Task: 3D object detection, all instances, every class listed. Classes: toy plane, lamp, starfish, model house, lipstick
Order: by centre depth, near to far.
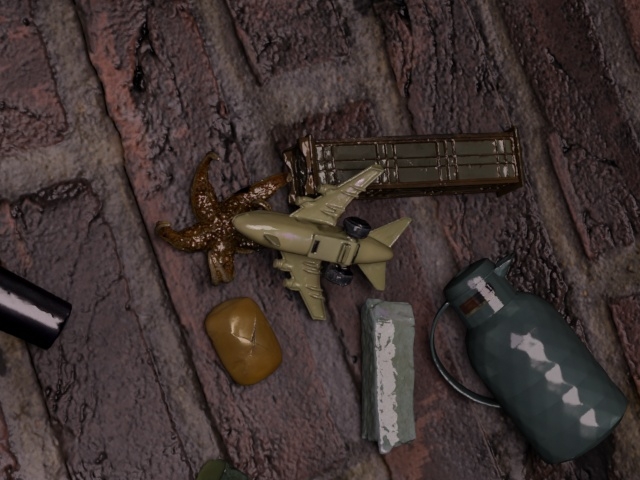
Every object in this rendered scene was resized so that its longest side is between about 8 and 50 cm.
[{"bbox_3d":[-0.502,0.016,1.624,0.418,0.077,0.077,27,73,-10],"label":"lipstick"},{"bbox_3d":[-0.120,0.333,1.706,0.083,0.066,0.079,41,59,-26],"label":"model house"},{"bbox_3d":[0.000,0.000,1.738,0.244,0.092,0.229,9,111,-33],"label":"toy plane"},{"bbox_3d":[-0.123,-0.039,1.756,0.190,0.074,0.146,-44,96,-20],"label":"starfish"},{"bbox_3d":[0.117,-0.101,1.839,0.325,0.090,0.089,-4,82,-18],"label":"lamp"}]

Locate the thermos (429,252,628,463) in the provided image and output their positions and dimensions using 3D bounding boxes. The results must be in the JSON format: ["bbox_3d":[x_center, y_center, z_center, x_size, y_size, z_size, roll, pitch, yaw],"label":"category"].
[{"bbox_3d":[0.268,0.164,1.821,0.182,0.145,0.286,-39,92,13],"label":"thermos"}]

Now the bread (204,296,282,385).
[{"bbox_3d":[-0.097,0.129,1.744,0.082,0.056,0.115,-25,88,-20],"label":"bread"}]

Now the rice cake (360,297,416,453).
[{"bbox_3d":[0.092,0.181,1.792,0.069,0.063,0.206,1,81,-24],"label":"rice cake"}]
